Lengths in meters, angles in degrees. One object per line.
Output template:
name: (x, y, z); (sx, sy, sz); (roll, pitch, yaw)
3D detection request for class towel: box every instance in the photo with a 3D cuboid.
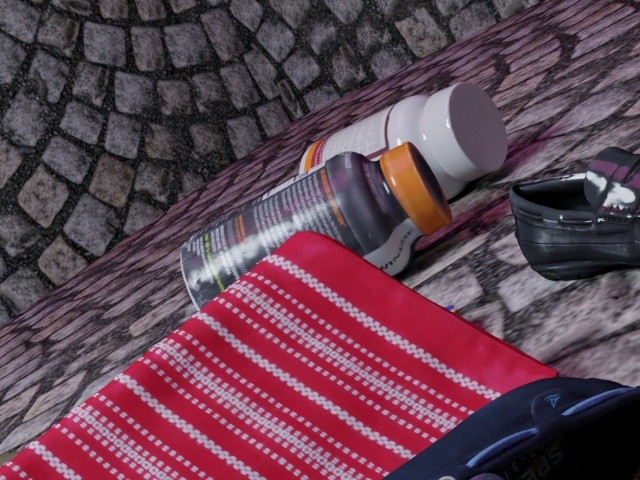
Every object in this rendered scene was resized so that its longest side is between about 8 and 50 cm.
towel: (-0.024, 0.109, 0.620); (0.275, 0.199, 0.031); (-39, -32, -34)

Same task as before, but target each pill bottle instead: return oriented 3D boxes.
pill bottle: (0.090, -0.088, 1.328); (0.221, 0.121, 0.121); (-22, 14, 42)
pill bottle: (0.000, 0.000, 1.144); (0.245, 0.130, 0.130); (-28, 11, 15)

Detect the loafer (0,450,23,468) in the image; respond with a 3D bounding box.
loafer: (-0.257, 0.214, 0.981); (0.251, 0.087, 0.094); (-33, 10, -11)

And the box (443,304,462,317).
box: (0.049, 0.093, 0.854); (0.081, 0.028, 0.136); (-20, 12, 47)

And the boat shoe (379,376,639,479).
boat shoe: (0.059, 0.119, 0.469); (0.089, 0.109, 0.258); (-26, 13, 45)

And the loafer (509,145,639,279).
loafer: (0.207, -0.025, 0.804); (0.076, 0.078, 0.223); (-38, 12, -30)
